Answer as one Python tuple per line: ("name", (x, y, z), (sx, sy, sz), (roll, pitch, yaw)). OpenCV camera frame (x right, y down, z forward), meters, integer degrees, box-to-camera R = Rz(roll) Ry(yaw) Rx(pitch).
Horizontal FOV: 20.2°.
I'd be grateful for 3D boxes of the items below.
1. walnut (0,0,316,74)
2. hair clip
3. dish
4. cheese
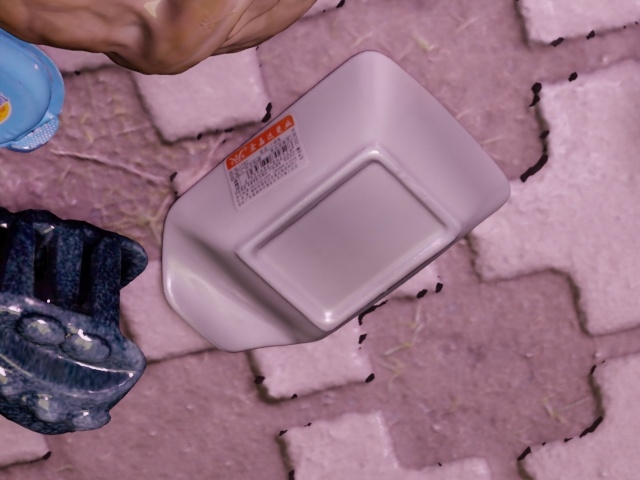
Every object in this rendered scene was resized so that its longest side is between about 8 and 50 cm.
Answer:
("walnut", (-0.089, -0.206, 0.963), (0.248, 0.248, 0.248), (-1, 123, -1))
("hair clip", (-0.250, 0.013, 1.100), (0.206, 0.194, 0.310), (-15, 140, 20))
("dish", (0.000, 0.000, 1.195), (0.234, 0.064, 0.154), (-37, 117, 21))
("cheese", (-0.253, -0.125, 1.093), (0.106, 0.037, 0.256), (-30, 134, 24))
